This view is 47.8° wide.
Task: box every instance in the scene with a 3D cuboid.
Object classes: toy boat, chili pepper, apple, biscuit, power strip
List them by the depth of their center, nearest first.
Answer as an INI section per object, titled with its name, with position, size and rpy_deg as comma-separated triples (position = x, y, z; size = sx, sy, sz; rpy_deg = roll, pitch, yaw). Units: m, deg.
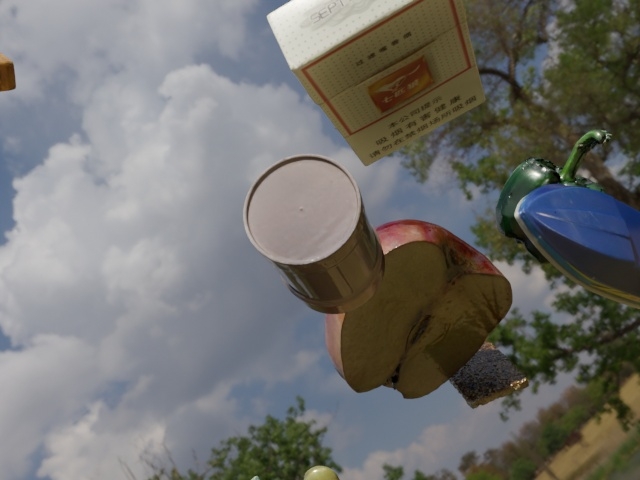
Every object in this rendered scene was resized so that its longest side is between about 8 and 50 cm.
[toy boat]
position = 0.313, 0.000, 0.846
size = 0.295, 0.129, 0.088
rpy_deg = 15, -34, -41
[power strip]
position = -0.524, -0.279, 1.151
size = 0.028, 0.178, 0.049
rpy_deg = -15, -58, -35
[chili pepper]
position = 0.449, -0.087, 1.337
size = 0.165, 0.174, 0.261
rpy_deg = 10, -66, -55
[apple]
position = 0.178, 0.144, 1.424
size = 0.364, 0.329, 0.295
rpy_deg = -64, -11, 20
[biscuit]
position = 0.333, 0.272, 1.517
size = 0.131, 0.026, 0.237
rpy_deg = -19, 15, -4

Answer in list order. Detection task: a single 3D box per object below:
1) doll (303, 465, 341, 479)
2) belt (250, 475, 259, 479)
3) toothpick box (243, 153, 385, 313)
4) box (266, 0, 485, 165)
[doll]
position = 0.041, 0.492, 1.131
size = 0.177, 0.261, 0.161
rpy_deg = -50, -1, -4
[belt]
position = -0.059, 0.432, 0.849
size = 0.087, 0.302, 0.072
rpy_deg = 11, -47, -35
[toothpick box]
position = 0.000, 0.000, 0.634
size = 0.098, 0.098, 0.149
rpy_deg = -42, -23, -5
[box]
position = 0.090, -0.235, 0.958
size = 0.210, 0.095, 0.330
rpy_deg = -28, -22, 10
